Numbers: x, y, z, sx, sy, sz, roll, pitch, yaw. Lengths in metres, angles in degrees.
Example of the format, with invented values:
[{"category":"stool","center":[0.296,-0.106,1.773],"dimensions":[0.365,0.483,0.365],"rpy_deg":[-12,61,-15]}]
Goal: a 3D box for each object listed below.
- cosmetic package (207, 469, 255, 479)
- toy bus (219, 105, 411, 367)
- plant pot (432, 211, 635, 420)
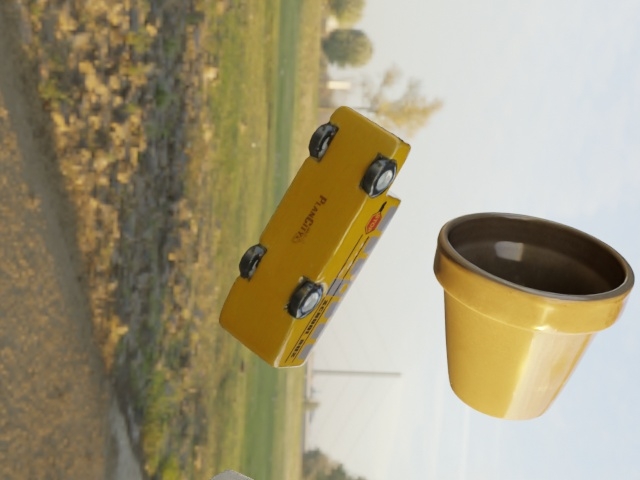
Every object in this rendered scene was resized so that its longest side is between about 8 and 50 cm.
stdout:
[{"category":"cosmetic package","center":[-0.076,0.523,0.980],"dimensions":[0.327,0.329,0.394],"rpy_deg":[-25,116,-45]},{"category":"toy bus","center":[0.000,0.000,1.210],"dimensions":[0.333,0.108,0.130],"rpy_deg":[-59,154,9]},{"category":"plant pot","center":[0.273,0.114,1.291],"dimensions":[0.263,0.263,0.229],"rpy_deg":[-91,-173,-65]}]
